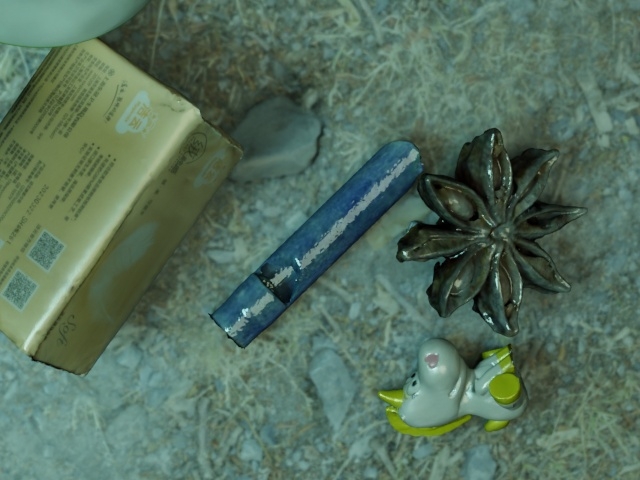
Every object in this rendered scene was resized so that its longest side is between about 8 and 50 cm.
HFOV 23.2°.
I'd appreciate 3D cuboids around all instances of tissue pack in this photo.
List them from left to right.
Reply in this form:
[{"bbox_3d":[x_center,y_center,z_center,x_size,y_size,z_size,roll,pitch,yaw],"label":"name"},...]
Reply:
[{"bbox_3d":[-0.237,-0.033,1.669,0.238,0.238,0.305,35,91,-16],"label":"tissue pack"}]

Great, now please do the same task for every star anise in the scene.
[{"bbox_3d":[0.185,-0.014,1.794,0.236,0.109,0.223,16,91,-32],"label":"star anise"}]

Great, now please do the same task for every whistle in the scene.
[{"bbox_3d":[0.000,0.000,1.786,0.304,0.062,0.062,-44,106,0],"label":"whistle"}]

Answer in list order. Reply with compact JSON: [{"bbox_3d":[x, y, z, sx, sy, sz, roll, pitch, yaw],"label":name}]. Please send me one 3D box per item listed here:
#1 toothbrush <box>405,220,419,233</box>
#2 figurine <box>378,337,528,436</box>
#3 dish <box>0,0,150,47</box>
[{"bbox_3d":[0.188,0.021,1.852,0.193,0.013,0.019,23,87,-14],"label":"toothbrush"},{"bbox_3d":[0.158,0.180,1.844,0.178,0.109,0.130,3,123,-9],"label":"figurine"},{"bbox_3d":[-0.280,-0.362,1.540,0.324,0.124,0.324,2,82,-18],"label":"dish"}]
